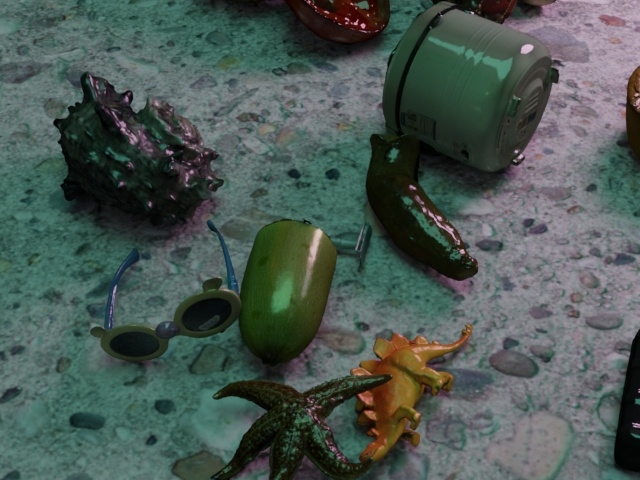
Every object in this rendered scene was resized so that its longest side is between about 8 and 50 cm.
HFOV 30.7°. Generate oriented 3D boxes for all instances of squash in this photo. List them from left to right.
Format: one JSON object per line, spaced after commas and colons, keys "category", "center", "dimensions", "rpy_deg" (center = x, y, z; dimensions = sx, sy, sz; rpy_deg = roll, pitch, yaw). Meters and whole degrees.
{"category": "squash", "center": [-0.050, 0.077, 1.488], "dimensions": [0.123, 0.123, 0.187], "rpy_deg": [9, 49, 8]}

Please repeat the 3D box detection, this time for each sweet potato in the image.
{"category": "sweet potato", "center": [0.133, -0.052, 1.637], "dimensions": [0.112, 0.085, 0.286], "rpy_deg": [-32, 48, 3]}

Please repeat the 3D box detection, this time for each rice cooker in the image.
{"category": "rice cooker", "center": [0.213, -0.228, 1.747], "dimensions": [0.244, 0.226, 0.226], "rpy_deg": [25, 49, 21]}

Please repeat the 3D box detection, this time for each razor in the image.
{"category": "razor", "center": [0.000, 0.000, 1.627], "dimensions": [0.135, 0.040, 0.068], "rpy_deg": [7, 43, 13]}

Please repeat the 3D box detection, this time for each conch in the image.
{"category": "conch", "center": [-0.259, -0.136, 1.670], "dimensions": [0.240, 0.186, 0.313], "rpy_deg": [0, 17, -41]}

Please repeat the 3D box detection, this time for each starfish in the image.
{"category": "starfish", "center": [-0.026, 0.209, 1.350], "dimensions": [0.238, 0.057, 0.213], "rpy_deg": [-38, 52, -12]}

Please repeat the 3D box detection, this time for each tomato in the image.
{"category": "tomato", "center": [0.010, -0.426, 2.001], "dimensions": [0.228, 0.101, 0.228], "rpy_deg": [19, 52, -27]}

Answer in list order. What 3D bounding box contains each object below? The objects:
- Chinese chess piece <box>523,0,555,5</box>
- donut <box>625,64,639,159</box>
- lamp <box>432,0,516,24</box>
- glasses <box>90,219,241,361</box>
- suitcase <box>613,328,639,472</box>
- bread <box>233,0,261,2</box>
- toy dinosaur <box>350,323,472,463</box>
{"category": "Chinese chess piece", "center": [0.392, -0.479, 2.070], "dimensions": [0.051, 0.122, 0.122], "rpy_deg": [4, 42, -20]}
{"category": "donut", "center": [0.596, -0.179, 1.773], "dimensions": [0.277, 0.108, 0.278], "rpy_deg": [0, 44, 0]}
{"category": "lamp", "center": [0.285, -0.490, 1.977], "dimensions": [0.177, 0.274, 0.177], "rpy_deg": [21, 11, -4]}
{"category": "glasses", "center": [-0.186, 0.067, 1.517], "dimensions": [0.189, 0.088, 0.220], "rpy_deg": [-23, 23, 11]}
{"category": "suitcase", "center": [0.505, 0.216, 1.391], "dimensions": [0.285, 0.066, 0.206], "rpy_deg": [13, 46, 12]}
{"category": "bread", "center": [-0.131, -0.527, 2.074], "dimensions": [0.195, 0.176, 0.246], "rpy_deg": [26, 62, 34]}
{"category": "toy dinosaur", "center": [0.098, 0.169, 1.431], "dimensions": [0.117, 0.070, 0.288], "rpy_deg": [19, 42, 18]}
